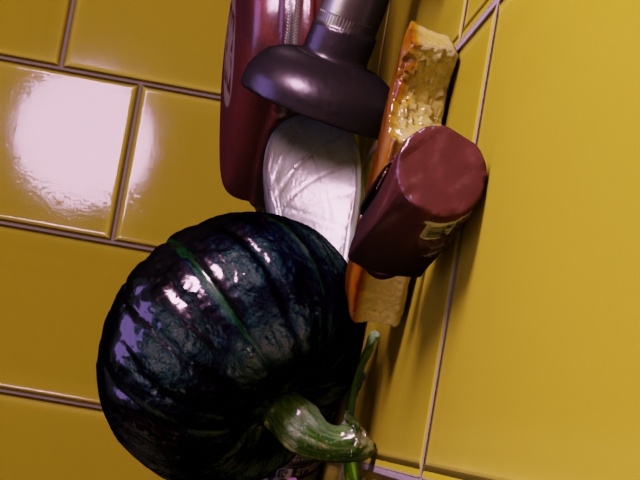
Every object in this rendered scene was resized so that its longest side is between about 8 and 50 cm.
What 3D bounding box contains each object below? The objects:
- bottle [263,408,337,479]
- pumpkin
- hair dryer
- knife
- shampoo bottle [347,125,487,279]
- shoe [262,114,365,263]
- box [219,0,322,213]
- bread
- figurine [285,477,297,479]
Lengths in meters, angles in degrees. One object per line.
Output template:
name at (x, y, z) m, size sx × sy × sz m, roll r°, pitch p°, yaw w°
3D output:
bottle at (-0.036, 0.197, 1.876) m, size 0.093 × 0.093 × 0.330 m, roll -85°, pitch 7°, yaw -50°
pumpkin at (-0.054, 0.109, 1.508) m, size 0.248 × 0.248 × 0.248 m, roll -170°, pitch 90°, yaw -86°
hair dryer at (0.034, -0.238, 1.655) m, size 0.284 × 0.156 × 0.320 m, roll -61°, pitch -8°, yaw -70°
knife at (0.030, 0.160, 1.562) m, size 0.078 × 0.023 × 0.166 m, roll 97°, pitch 180°, yaw -48°
shampoo bottle at (0.063, -0.016, 1.251) m, size 0.236 × 0.068 × 0.067 m, roll 121°, pitch 159°, yaw -74°
shoe at (0.000, 0.000, 1.772) m, size 0.100 × 0.103 × 0.251 m, roll 60°, pitch -154°, yaw -62°
box at (-0.048, -0.207, 2.019) m, size 0.404 × 0.108 × 0.263 m, roll 107°, pitch 164°, yaw -63°
bread at (0.064, -0.050, 1.417) m, size 0.088 × 0.049 × 0.226 m, roll -87°, pitch 9°, yaw -66°
figurine at (-0.045, 0.307, 1.777) m, size 0.156 × 0.095 × 0.115 m, roll -48°, pitch -62°, yaw -80°
